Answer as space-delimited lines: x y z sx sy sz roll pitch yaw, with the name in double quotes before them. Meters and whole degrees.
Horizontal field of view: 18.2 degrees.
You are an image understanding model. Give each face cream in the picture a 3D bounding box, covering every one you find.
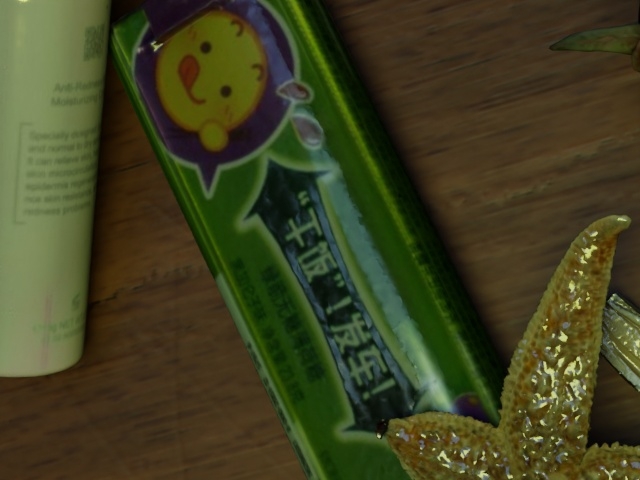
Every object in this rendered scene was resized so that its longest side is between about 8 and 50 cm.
"face cream" -0.178 -0.095 1.192 0.102 0.102 0.346 10 105 17

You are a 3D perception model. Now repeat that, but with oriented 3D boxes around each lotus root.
"lotus root" 0.191 0.068 1.160 0.083 0.030 0.037 42 98 17

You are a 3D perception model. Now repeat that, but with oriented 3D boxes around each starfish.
"starfish" 0.141 0.136 1.068 0.231 0.048 0.295 28 104 16

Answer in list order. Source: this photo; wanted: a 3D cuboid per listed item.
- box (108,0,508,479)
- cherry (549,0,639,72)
"box" 0.000 0.000 1.189 0.134 0.097 0.346 -31 77 19
"cherry" 0.272 -0.114 1.063 0.296 0.218 0.255 -4 79 2
